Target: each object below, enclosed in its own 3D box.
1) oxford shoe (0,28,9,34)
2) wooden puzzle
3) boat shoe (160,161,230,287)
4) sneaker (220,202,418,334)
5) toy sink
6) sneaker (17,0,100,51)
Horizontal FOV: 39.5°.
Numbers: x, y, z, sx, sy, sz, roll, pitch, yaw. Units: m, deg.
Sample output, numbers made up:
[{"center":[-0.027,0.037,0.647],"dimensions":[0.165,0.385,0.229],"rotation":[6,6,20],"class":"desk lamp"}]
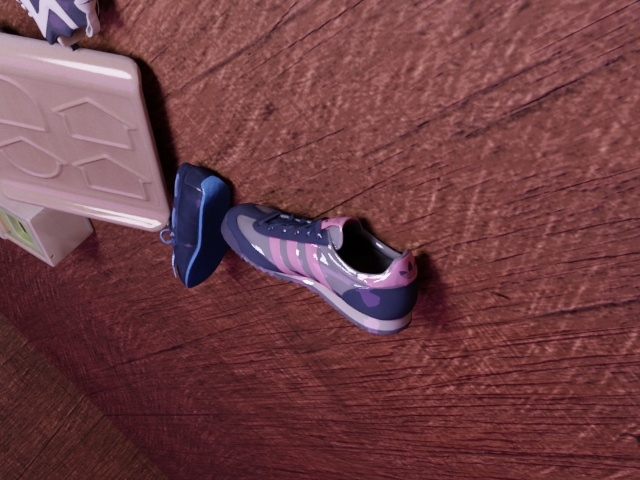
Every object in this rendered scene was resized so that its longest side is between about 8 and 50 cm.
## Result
[{"center":[-0.478,-0.285,1.471],"dimensions":[0.212,0.076,0.076],"rotation":[40,-175,-6],"class":"oxford shoe"},{"center":[-0.401,-0.180,1.416],"dimensions":[0.322,0.080,0.348],"rotation":[12,141,10],"class":"wooden puzzle"},{"center":[-0.199,-0.030,1.448],"dimensions":[0.089,0.109,0.258],"rotation":[40,137,19],"class":"boat shoe"},{"center":[0.000,0.000,1.232],"dimensions":[0.319,0.112,0.131],"rotation":[27,132,22],"class":"sneaker"},{"center":[-0.618,-0.073,1.861],"dimensions":[0.234,0.131,0.153],"rotation":[28,149,26],"class":"toy sink"},{"center":[-0.389,-0.336,1.233],"dimensions":[0.235,0.094,0.153],"rotation":[11,132,29],"class":"sneaker"}]
